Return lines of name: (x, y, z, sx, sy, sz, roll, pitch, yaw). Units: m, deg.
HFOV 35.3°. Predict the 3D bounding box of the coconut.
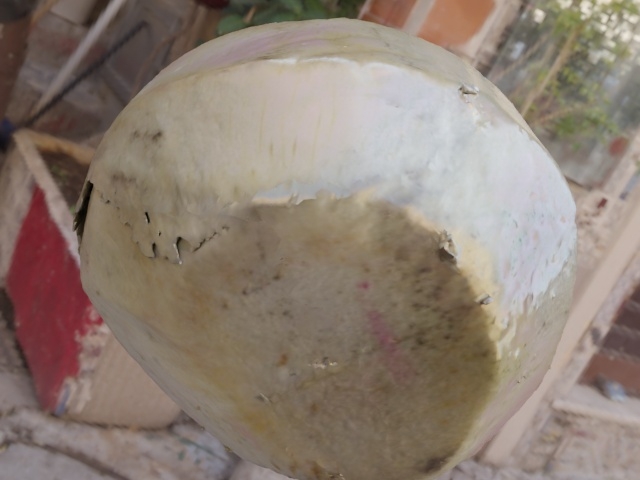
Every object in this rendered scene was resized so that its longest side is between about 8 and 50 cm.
coconut: (0.000, 0.000, 0.716, 0.353, 0.352, 0.352, 27, 14, -7)
